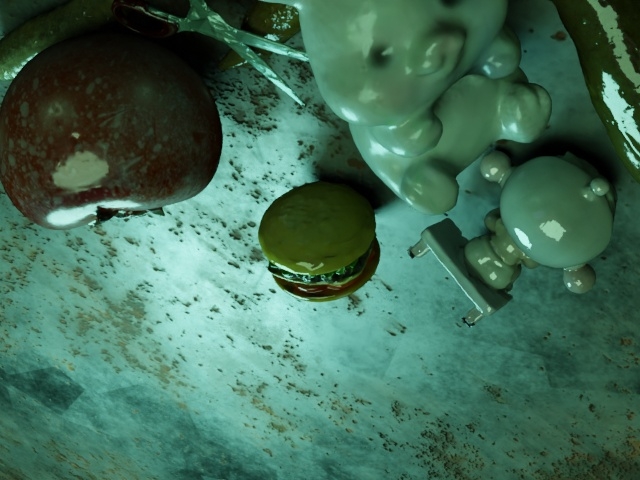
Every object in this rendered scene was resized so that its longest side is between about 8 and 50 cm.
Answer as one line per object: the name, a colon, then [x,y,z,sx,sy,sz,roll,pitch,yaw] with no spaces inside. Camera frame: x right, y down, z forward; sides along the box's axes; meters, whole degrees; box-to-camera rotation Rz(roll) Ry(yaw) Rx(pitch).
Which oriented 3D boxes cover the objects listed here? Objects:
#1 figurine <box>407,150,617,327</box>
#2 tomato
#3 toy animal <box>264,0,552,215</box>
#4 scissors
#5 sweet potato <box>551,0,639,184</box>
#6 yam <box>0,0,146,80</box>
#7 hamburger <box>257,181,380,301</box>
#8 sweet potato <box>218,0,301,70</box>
figurine: [0.240,-0.019,1.165,0.145,0.181,0.257,0,147,-40]
tomato: [-0.252,-0.132,1.187,0.270,0.270,0.227,-9,94,32]
toy animal: [0.058,-0.207,0.957,0.241,0.196,0.367,43,175,38]
scissors: [-0.107,-0.233,1.110,0.248,0.017,0.144,29,144,-11]
sweet potato: [0.302,-0.181,0.970,0.131,0.130,0.422,-22,119,39]
yam: [-0.304,-0.267,1.216,0.300,0.066,0.066,-19,122,36]
hamburger: [0.000,0.000,1.278,0.162,0.162,0.115,7,140,19]
sweet potato: [-0.054,-0.250,1.121,0.206,0.060,0.068,-40,72,41]
